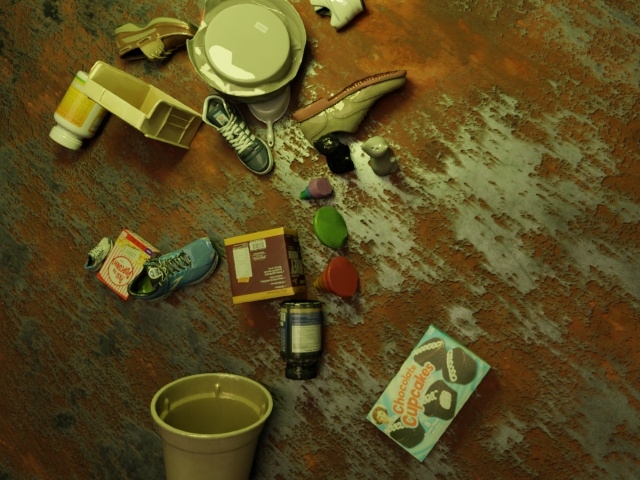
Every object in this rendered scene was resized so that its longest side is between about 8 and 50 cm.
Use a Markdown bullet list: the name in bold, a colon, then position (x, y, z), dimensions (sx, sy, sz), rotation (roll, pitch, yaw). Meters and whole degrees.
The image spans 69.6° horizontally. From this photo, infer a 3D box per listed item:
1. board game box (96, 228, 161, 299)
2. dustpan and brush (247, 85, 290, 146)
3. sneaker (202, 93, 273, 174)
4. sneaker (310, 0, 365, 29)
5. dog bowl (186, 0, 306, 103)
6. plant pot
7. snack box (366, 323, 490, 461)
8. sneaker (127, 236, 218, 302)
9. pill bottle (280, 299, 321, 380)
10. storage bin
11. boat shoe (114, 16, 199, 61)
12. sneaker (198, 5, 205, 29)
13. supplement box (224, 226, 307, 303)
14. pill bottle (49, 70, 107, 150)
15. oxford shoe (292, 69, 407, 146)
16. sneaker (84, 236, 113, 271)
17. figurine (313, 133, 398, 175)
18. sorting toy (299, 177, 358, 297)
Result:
- **board game box**: position (-0.649, 0.081, 1.556), dimensions (0.146, 0.045, 0.194), rotation (32, 96, 15)
- **dustpan and brush**: position (-0.163, -0.403, 1.448), dimensions (0.147, 0.060, 0.211), rotation (-4, 79, 3)
- **sneaker**: position (-0.260, -0.327, 1.413), dimensions (0.099, 0.153, 0.282), rotation (-37, 78, 11)
- **sneaker**: position (0.003, -0.771, 1.392), dimensions (0.129, 0.111, 0.297), rotation (-41, 76, 16)
- **dog bowl**: position (-0.216, -0.576, 1.383), dimensions (0.348, 0.102, 0.349), rotation (1, 82, -5)
- **plant pot**: position (-0.316, 0.597, 1.318), dimensions (0.333, 0.334, 0.306), rotation (9, 101, 16)
- **snack box**: position (0.292, 0.415, 1.267), dimensions (0.187, 0.060, 0.322), rotation (34, 96, 15)
- **sneaker**: position (-0.468, 0.100, 1.453), dimensions (0.330, 0.147, 0.130), rotation (-33, 79, 11)
- **pill bottle**: position (-0.057, 0.286, 1.340), dimensions (0.122, 0.123, 0.219), rotation (-1, 87, 16)
- **storage bin**: position (-0.551, -0.420, 1.448), dimensions (0.262, 0.260, 0.123), rotation (33, 100, 15)
- **boat shoe**: position (-0.547, -0.659, 1.540), dimensions (0.323, 0.122, 0.120), rotation (5, 94, 24)
- **sneaker**: position (-0.288, -0.730, 1.476), dimensions (0.144, 0.090, 0.270), rotation (17, 89, 18)
- **supplement box**: position (-0.162, 0.077, 1.377), dimensions (0.191, 0.129, 0.194), rotation (-11, 84, 14)
- **pill bottle**: position (-0.824, -0.441, 1.586), dimensions (0.136, 0.136, 0.246), rotation (35, 96, 15)
- **oxford shoe**: position (0.100, -0.392, 1.356), dimensions (0.348, 0.123, 0.130), rotation (-21, 108, 12)
- **sneaker**: position (-0.766, 0.048, 1.585), dimensions (0.052, 0.058, 0.135), rotation (30, 94, 15)
- **figurine**: position (0.102, -0.244, 1.278), dimensions (0.214, 0.209, 0.092), rotation (5, 89, 16)
- **sorting toy**: position (0.000, 0.000, 1.368), dimensions (0.126, 0.127, 0.366), rotation (-22, 77, 43)
